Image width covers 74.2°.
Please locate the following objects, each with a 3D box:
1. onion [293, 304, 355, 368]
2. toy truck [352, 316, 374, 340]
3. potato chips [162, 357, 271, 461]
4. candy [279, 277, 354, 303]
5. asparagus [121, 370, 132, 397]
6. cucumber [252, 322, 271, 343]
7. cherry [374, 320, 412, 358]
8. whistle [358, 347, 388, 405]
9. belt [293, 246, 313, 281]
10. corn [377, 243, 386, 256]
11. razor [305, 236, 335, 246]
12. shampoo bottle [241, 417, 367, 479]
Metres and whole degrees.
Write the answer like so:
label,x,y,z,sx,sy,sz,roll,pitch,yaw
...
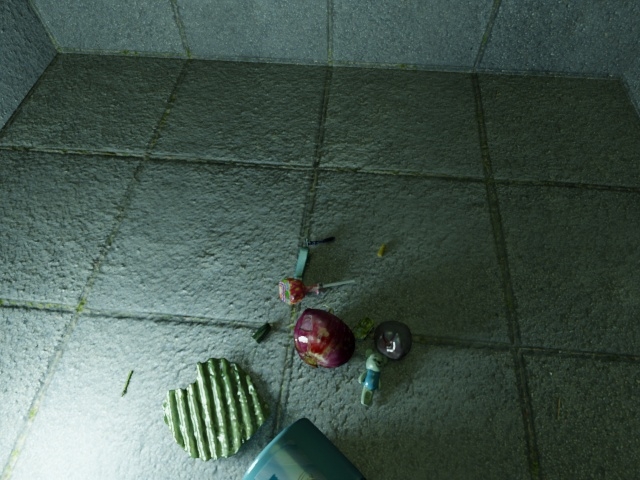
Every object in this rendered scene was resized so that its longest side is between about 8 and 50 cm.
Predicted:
label,x,y,z,sx,sy,sz,roll,pitch,yaw
onion,0.028,0.415,1.791,0.231,0.256,0.272,13,80,27
toy truck,0.189,0.394,1.895,0.076,0.076,0.111,35,64,21
potato chips,-0.421,0.683,1.706,0.373,0.097,0.389,-39,63,-21
candy,-0.014,0.217,2.005,0.366,0.124,0.124,-9,57,-13
asparagus,-0.827,0.612,1.805,0.014,0.015,0.114,5,56,2
cucumber,-0.261,0.416,1.907,0.048,0.048,0.105,35,62,21
cherry,0.314,0.424,1.839,0.176,0.139,0.176,20,29,-12
whistle,0.218,0.573,1.780,0.114,0.077,0.235,26,60,-11
belt,-0.091,0.123,2.089,0.065,0.100,0.179,13,73,8
corn,0.310,0.055,2.145,0.027,0.028,0.083,29,57,0
razor,-0.001,0.002,2.183,0.155,0.028,0.044,-11,65,-5
shampoo bottle,-0.046,0.849,1.452,0.331,0.331,0.343,-40,63,-22
